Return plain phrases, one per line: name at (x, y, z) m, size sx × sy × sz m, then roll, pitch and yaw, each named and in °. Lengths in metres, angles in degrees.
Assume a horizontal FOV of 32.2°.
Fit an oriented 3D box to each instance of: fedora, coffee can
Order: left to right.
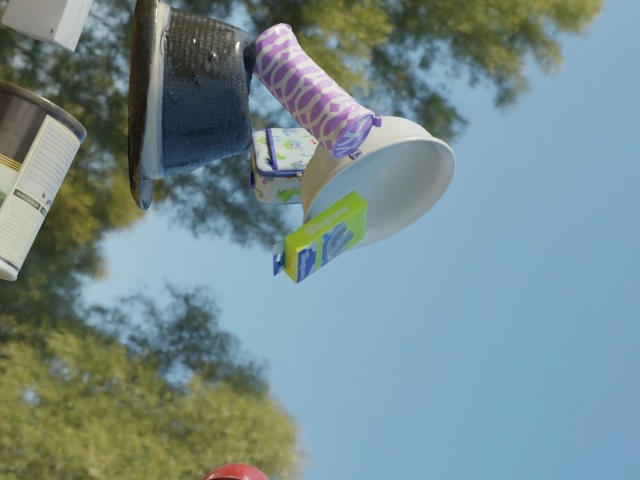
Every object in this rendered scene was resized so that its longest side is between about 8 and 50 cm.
coffee can at (-0.533, -0.099, 1.817) m, size 0.201 × 0.201 × 0.275 m, roll -13°, pitch -128°, yaw 67°
fedora at (-0.162, -0.187, 1.437) m, size 0.334 × 0.152 × 0.334 m, roll -176°, pitch -90°, yaw -85°

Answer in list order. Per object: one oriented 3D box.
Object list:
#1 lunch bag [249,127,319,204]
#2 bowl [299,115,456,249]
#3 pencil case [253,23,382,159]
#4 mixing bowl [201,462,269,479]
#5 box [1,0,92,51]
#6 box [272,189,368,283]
lunch bag at (-0.054, -0.149, 2.174) m, size 0.219 × 0.176 × 0.090 m, roll -100°, pitch -171°, yaw -61°
bowl at (0.079, -0.123, 1.949) m, size 0.298 × 0.298 × 0.134 m, roll -53°, pitch -128°, yaw 39°
pencil case at (-0.011, -0.204, 1.504) m, size 0.088 × 0.206 × 0.086 m, roll -40°, pitch 164°, yaw -15°
mixing bowl at (-0.153, 0.482, 2.051) m, size 0.181 × 0.181 × 0.098 m, roll -60°, pitch -176°, yaw 27°
box at (-0.444, -0.376, 1.805) m, size 0.087 × 0.101 × 0.102 m, roll 9°, pitch 102°, yaw -80°
box at (0.000, 0.000, 1.890) m, size 0.178 × 0.042 × 0.109 m, roll -35°, pitch 155°, yaw -21°
